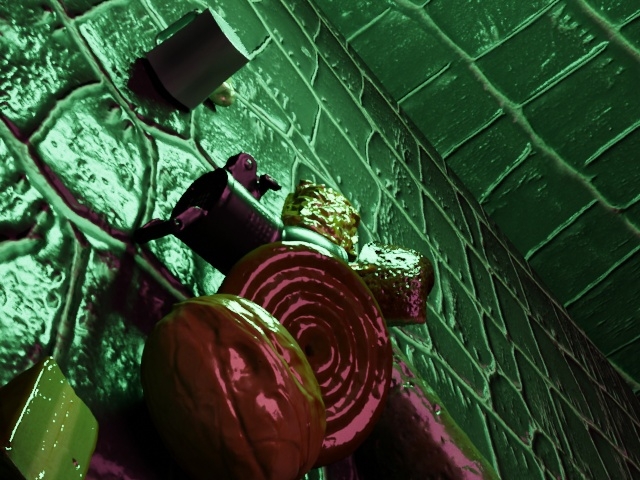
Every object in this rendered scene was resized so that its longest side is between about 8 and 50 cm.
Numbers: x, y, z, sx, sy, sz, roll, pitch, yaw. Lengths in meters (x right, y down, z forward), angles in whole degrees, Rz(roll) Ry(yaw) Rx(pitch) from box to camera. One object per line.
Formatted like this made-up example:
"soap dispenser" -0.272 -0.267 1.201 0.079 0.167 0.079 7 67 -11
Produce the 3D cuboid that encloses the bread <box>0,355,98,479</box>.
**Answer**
"bread" -0.184 0.134 0.685 0.139 0.084 0.074 -5 -61 60

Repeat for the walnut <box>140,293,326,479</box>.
"walnut" -0.083 0.146 0.940 0.207 0.159 0.159 57 17 5

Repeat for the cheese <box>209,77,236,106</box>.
"cheese" -0.185 -0.296 1.693 0.065 0.043 0.194 44 17 -44

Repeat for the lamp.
"lamp" -0.089 -0.007 1.199 0.227 0.147 0.172 44 54 -29

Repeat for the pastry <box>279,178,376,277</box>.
"pastry" 0.000 0.000 1.508 0.154 0.102 0.250 46 18 -14

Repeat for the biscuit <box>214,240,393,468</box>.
"biscuit" -0.014 0.126 1.119 0.262 0.037 0.262 12 71 -37

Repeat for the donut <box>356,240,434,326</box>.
"donut" 0.111 0.073 1.574 0.186 0.126 0.144 9 85 -79

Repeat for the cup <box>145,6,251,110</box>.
"cup" -0.193 -0.285 1.514 0.128 0.129 0.095 59 11 25

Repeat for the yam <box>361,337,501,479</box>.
"yam" 0.090 0.223 1.300 0.330 0.133 0.133 53 17 12
